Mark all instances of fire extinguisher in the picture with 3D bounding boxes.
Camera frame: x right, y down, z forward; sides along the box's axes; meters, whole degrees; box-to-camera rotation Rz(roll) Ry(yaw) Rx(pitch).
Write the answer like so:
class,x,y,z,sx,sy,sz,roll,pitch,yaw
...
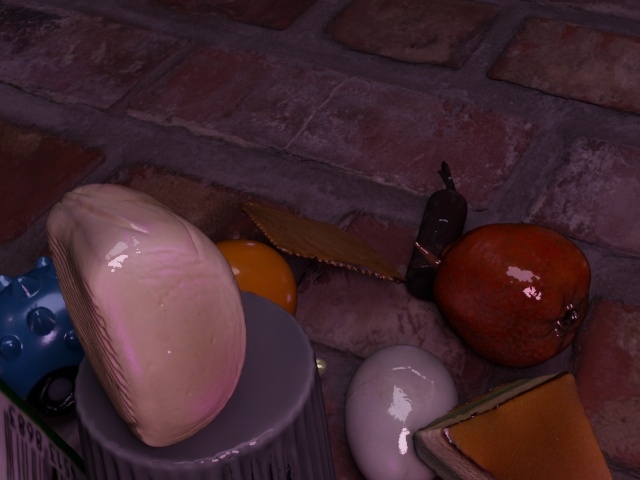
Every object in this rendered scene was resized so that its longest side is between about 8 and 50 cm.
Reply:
class,x,y,z,sx,sy,sz,roll,pitch,yaw
fire extinguisher,0.195,-0.022,1.561,0.072,0.089,0.267,-13,34,29

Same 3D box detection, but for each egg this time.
class,x,y,z,sx,sy,sz,roll,pitch,yaw
egg,0.104,0.230,1.224,0.151,0.151,0.209,3,43,6

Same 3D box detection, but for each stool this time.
class,x,y,z,sx,sy,sz,roll,pitch,yaw
stool,-0.120,0.252,1.072,0.297,0.330,0.297,-1,40,1

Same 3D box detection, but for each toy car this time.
class,x,y,z,sx,sy,sz,roll,pitch,yaw
toy car,-0.369,0.110,1.344,0.255,0.190,0.188,-31,41,-26

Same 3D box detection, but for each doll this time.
class,x,y,z,sx,sy,sz,roll,pitch,yaw
doll,-0.124,0.117,1.354,0.213,0.213,0.236,-20,84,-20

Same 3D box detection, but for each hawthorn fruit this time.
class,x,y,z,sx,sy,sz,roll,pitch,yaw
hawthorn fruit,0.253,0.061,1.372,0.262,0.210,0.210,27,49,31

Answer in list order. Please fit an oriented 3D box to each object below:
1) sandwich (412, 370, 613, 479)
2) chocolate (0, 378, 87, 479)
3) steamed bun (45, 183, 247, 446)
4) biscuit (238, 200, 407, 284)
class,x,y,z,sx,sy,sz,roll,pitch,yaw
sandwich,0.228,0.275,1.130,0.220,0.108,0.186,-15,83,-34
chocolate,-0.437,0.304,0.991,0.341,0.360,0.161,-25,54,-6
steamed bun,-0.147,0.056,0.872,0.153,0.238,0.170,-24,38,-25
biscuit,0.000,0.000,1.496,0.232,0.013,0.237,15,15,-26
